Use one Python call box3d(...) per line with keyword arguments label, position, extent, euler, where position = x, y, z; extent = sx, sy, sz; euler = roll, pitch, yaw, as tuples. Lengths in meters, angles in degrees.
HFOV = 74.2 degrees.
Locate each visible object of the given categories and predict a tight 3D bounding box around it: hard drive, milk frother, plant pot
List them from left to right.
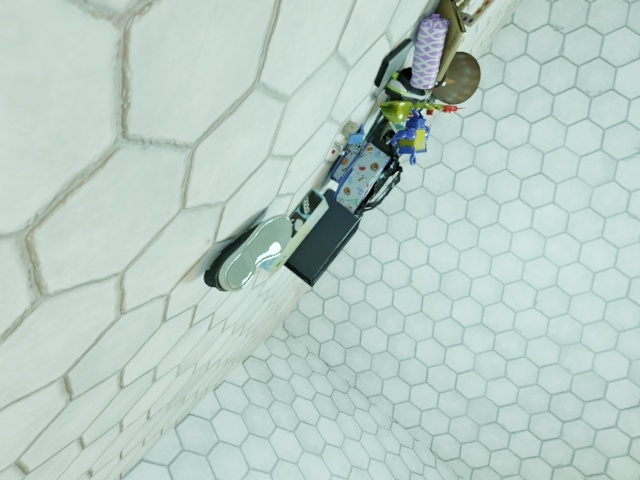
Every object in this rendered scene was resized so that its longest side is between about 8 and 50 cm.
box3d(label="hard drive", position=(0.210, -0.512, 1.221), extent=(0.135, 0.022, 0.094), euler=(-48, 172, -28))
box3d(label="milk frother", position=(0.308, -0.441, 1.711), extent=(0.134, 0.129, 0.143), euler=(-17, 157, -44))
box3d(label="plant pot", position=(0.509, -0.671, 1.728), extent=(0.230, 0.215, 0.215), euler=(-19, 149, -49))

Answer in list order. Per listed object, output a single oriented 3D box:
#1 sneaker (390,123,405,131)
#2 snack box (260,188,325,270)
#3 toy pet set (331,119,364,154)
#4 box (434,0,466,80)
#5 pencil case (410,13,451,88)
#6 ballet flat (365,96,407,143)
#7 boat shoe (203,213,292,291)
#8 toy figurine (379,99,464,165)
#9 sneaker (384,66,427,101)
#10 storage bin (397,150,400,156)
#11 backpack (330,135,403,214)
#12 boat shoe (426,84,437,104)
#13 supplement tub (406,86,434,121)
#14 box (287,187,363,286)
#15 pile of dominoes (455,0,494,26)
box3d(label="sneaker", position=(0.284, -0.401, 1.883), extent=(0.275, 0.110, 0.107), euler=(-55, 172, 30))
box3d(label="snack box", position=(-0.095, -0.028, 1.526), extent=(0.322, 0.060, 0.187), euler=(-52, 172, -2))
box3d(label="toy pet set", position=(0.103, -0.320, 1.324), extent=(0.122, 0.065, 0.114), euler=(-49, 172, -24))
box3d(label="box", position=(0.369, -0.615, 1.280), extent=(0.021, 0.165, 0.201), euler=(-8, 162, -8))
box3d(label="pencil case", position=(0.323, -0.564, 1.273), extent=(0.206, 0.086, 0.088), euler=(94, 5, -49))
box3d(label="ballet flat", position=(0.267, -0.449, 1.593), extent=(0.095, 0.096, 0.280), euler=(-44, 169, -41))
box3d(label="boat shoe", position=(-0.185, 0.021, 1.112), extent=(0.302, 0.091, 0.114), euler=(-43, 124, -47))
box3d(label="toy figurine", position=(0.338, -0.359, 1.450), extent=(0.362, 0.191, 0.217), euler=(-22, 122, -52))
box3d(label="sneaker", position=(0.305, -0.526, 1.416), extent=(0.234, 0.084, 0.097), euler=(-25, 142, -49))
box3d(label="storage bin", position=(0.394, -0.483, 2.247), extent=(0.135, 0.091, 0.098), euler=(-44, 169, -53))
box3d(label="backpack", position=(0.152, -0.228, 1.518), extent=(0.264, 0.213, 0.276), euler=(-61, 166, 5))
box3d(label="boat shoe", position=(0.559, -0.722, 2.171), extent=(0.223, 0.073, 0.080), euler=(-48, 172, -30))
box3d(label="supplement tub", position=(0.355, -0.546, 1.634), extent=(0.106, 0.106, 0.198), euler=(-49, 172, -24))
box3d(label="box", position=(0.000, 0.000, 1.791), extent=(0.343, 0.179, 0.312), euler=(-51, 174, -10))
box3d(label="pile of dominoes", position=(0.454, -0.741, 1.195), extent=(0.251, 0.040, 0.196), euler=(-48, -141, 17))
